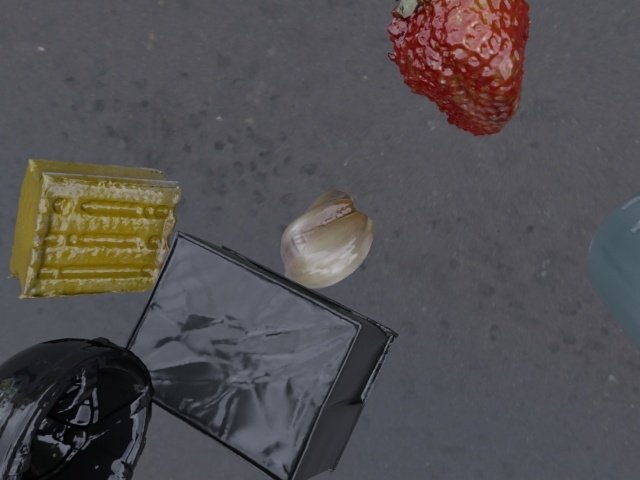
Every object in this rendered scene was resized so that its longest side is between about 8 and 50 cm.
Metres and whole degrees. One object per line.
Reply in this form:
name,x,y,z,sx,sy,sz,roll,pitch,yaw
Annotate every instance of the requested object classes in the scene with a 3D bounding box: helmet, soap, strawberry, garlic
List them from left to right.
helmet,-0.339,0.240,0.801,0.160,0.230,0.278,20,75,25
soap,-0.512,-0.024,1.507,0.156,0.335,0.293,32,115,46
garlic,0.000,0.000,1.398,0.228,0.217,0.110,-44,132,3
strawberry,0.185,-0.218,0.788,0.236,0.106,0.175,33,117,-27

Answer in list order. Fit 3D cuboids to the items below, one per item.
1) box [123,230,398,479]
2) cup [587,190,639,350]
box,-0.098,0.176,1.020,0.345,0.204,0.251,25,89,19
cup,0.614,0.049,0.998,0.357,0.274,0.259,-17,123,-1
